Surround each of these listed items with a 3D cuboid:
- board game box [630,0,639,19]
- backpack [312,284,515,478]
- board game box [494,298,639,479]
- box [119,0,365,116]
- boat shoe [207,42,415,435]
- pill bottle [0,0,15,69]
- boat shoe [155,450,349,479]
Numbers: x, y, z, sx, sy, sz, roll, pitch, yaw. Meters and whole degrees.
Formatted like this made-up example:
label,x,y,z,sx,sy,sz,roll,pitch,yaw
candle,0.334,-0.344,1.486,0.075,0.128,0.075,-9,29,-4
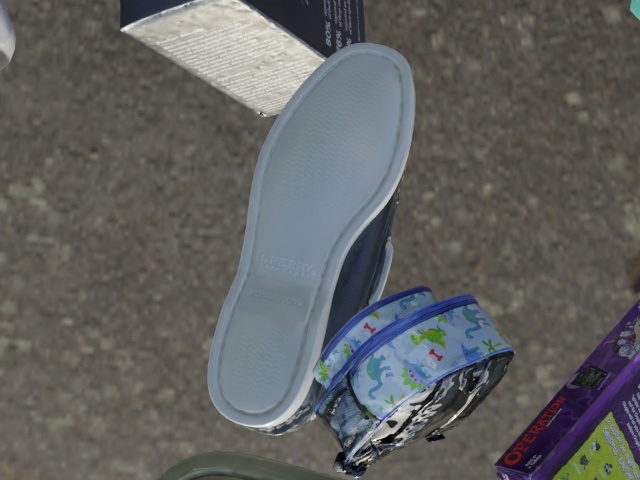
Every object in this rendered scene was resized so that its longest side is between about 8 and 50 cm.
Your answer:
label,x,y,z,sx,sy,sz,roll,pitch,yaw
board game box,0.280,-0.112,0.803,0.210,0.160,0.047,-19,139,-19
backpack,0.056,0.078,1.054,0.105,0.084,0.114,-18,158,-40
board game box,0.284,0.238,1.362,0.208,0.056,0.347,-42,118,-22
box,-0.060,-0.211,1.354,0.108,0.153,0.207,-15,155,29
boat shoe,0.000,0.000,1.279,0.114,0.302,0.091,23,177,23
pill bottle,-0.219,-0.057,0.456,0.245,0.130,0.130,-26,131,-6
boat shoe,0.070,0.149,0.550,0.302,0.113,0.103,19,166,40
